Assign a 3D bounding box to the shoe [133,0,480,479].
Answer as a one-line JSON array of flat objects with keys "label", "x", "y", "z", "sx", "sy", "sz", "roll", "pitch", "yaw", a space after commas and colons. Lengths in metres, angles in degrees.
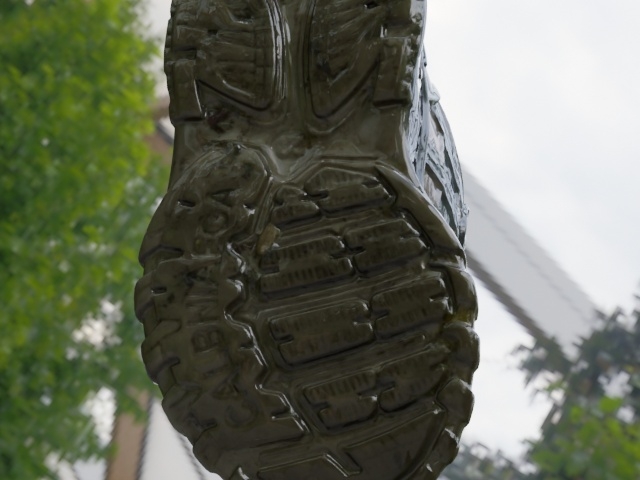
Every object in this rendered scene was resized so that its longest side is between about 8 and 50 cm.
[{"label": "shoe", "x": 0.000, "y": 0.000, "z": 0.414, "sx": 0.089, "sy": 0.180, "sz": 0.092, "roll": -7, "pitch": -22, "yaw": 7}]
